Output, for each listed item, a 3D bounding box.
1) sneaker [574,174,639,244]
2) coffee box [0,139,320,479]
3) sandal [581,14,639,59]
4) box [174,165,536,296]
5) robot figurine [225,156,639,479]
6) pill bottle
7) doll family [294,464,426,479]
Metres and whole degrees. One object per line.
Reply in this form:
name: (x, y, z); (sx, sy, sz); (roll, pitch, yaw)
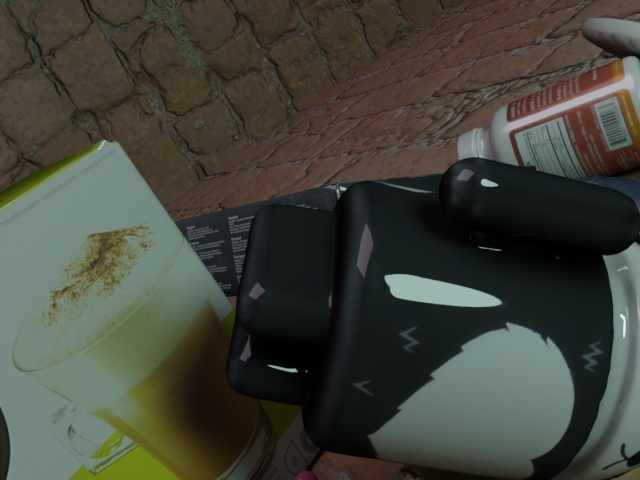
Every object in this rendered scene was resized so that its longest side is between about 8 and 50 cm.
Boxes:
sneaker: (0.295, 0.016, 0.464); (0.131, 0.112, 0.319); (-15, 21, -4)
coffee box: (-0.277, 0.166, 0.556); (0.338, 0.334, 0.337); (-10, 28, 46)
sandal: (0.435, -0.204, 0.667); (0.102, 0.169, 0.416); (-63, 21, 17)
box: (0.000, 0.000, 0.738); (0.318, 0.097, 0.394); (-12, 2, -43)
robot figurine: (0.085, 0.059, 0.409); (0.278, 0.174, 0.209); (10, -10, -6)
pill bottle: (0.280, -0.120, 0.764); (0.216, 0.121, 0.121); (-18, 23, 33)
doll family: (-0.017, 0.238, 0.369); (0.263, 0.118, 0.163); (-22, 4, -37)
